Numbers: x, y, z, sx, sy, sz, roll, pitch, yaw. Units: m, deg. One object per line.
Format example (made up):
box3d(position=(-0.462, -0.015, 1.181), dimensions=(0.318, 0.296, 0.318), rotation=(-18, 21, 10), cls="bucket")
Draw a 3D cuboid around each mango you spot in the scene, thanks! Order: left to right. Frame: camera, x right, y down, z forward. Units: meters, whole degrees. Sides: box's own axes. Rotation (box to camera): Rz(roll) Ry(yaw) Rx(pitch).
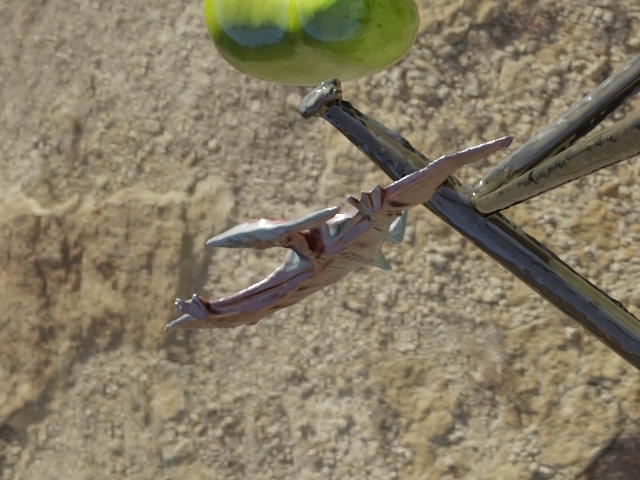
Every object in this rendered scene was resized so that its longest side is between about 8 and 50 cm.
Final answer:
box3d(position=(-0.008, -0.219, 1.010), dimensions=(0.293, 0.175, 0.143), rotation=(23, 104, 61), cls="mango")

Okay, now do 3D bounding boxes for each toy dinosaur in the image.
box3d(position=(0.001, 0.001, 0.479), dimensions=(0.220, 0.108, 0.032), rotation=(-32, 69, 34), cls="toy dinosaur")

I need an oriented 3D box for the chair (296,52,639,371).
box3d(position=(0.273, -0.031, 0.417), dimensions=(0.410, 0.362, 0.364), rotation=(53, 170, -1), cls="chair")
